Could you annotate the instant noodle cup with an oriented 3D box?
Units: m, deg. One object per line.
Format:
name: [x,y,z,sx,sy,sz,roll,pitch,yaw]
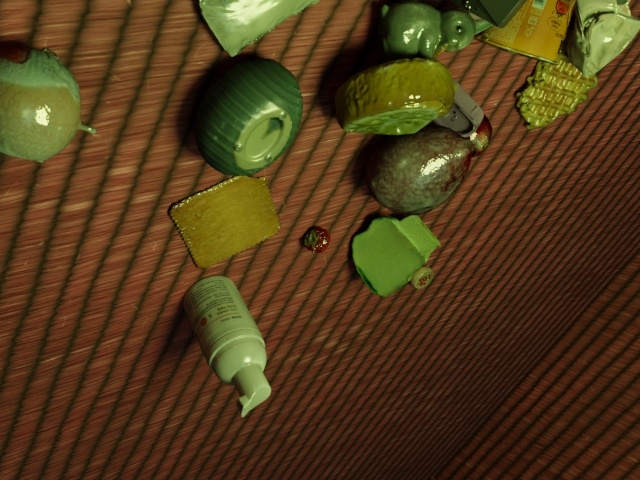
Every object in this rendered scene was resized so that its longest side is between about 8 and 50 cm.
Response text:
instant noodle cup: [0.460,-0.502,1.262,0.216,0.216,0.172,0,118,-36]

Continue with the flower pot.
flower pot: [-0.139,-0.238,1.116,0.189,0.157,0.243,19,117,-46]

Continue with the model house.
model house: [0.219,0.024,1.636,0.189,0.195,0.214,-26,160,-50]

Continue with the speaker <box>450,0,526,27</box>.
speaker: [0.293,-0.545,1.071,0.153,0.231,0.192,24,112,-46]

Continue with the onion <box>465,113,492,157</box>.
onion: [0.384,-0.277,1.480,0.131,0.131,0.131,-19,137,-19]

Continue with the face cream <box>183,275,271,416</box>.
face cream: [-0.209,0.257,1.368,0.145,0.369,0.145,-19,138,-19]

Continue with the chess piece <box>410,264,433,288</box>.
chess piece: [0.333,0.120,1.877,0.084,0.038,0.083,-19,138,-18]

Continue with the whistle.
whistle: [-0.515,-0.234,0.861,0.348,0.189,0.189,15,119,-27]

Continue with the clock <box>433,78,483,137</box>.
clock: [0.318,-0.319,1.385,0.050,0.152,0.110,-46,-175,-29]

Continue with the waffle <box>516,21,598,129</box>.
waffle: [0.654,-0.448,1.554,0.282,0.058,0.300,-21,136,-19]

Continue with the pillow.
pillow: [-0.102,-0.439,1.032,0.229,0.051,0.128,-34,142,-6]

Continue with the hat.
hat: [0.656,-0.541,1.400,0.220,0.226,0.164,-29,172,-21]

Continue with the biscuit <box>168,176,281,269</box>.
biscuit: [-0.217,-0.048,1.350,0.237,0.013,0.232,-27,139,-12]

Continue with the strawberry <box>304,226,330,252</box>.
strawberry: [0.000,0.000,1.509,0.073,0.073,0.083,-52,151,17]

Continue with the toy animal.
toy animal: [0.248,-0.435,1.174,0.251,0.125,0.127,-8,168,4]

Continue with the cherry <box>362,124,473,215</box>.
cherry: [0.240,-0.174,1.394,0.300,0.202,0.230,-29,143,32]

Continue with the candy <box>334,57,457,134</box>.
candy: [0.157,-0.299,1.212,0.260,0.117,0.260,-12,177,-1]
